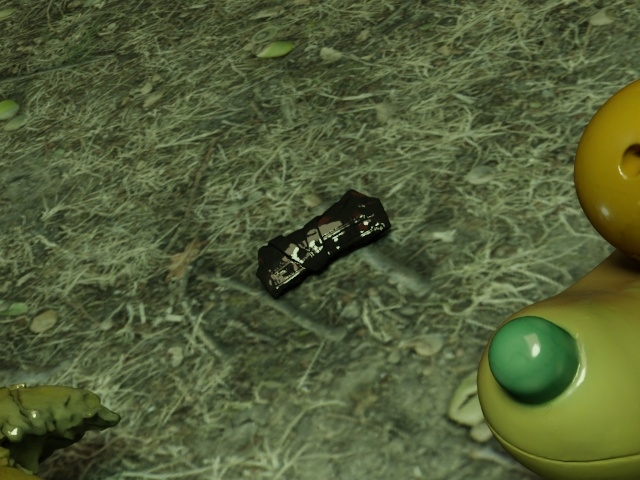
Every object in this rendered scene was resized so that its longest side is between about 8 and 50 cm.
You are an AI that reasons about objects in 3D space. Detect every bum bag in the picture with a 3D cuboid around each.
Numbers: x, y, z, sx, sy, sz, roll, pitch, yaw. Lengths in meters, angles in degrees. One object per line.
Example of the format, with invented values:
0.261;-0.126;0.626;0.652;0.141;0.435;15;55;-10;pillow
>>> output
-0.001;-0.001;0.843;0.124;0.034;0.058;-31;51;-9;bum bag

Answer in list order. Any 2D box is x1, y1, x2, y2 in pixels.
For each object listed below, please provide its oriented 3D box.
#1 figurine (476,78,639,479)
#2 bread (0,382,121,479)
0.205;0.006;0.572;0.124;0.222;0.324;18;53;44;figurine
-0.208;0.220;0.555;0.314;0.191;0.370;-11;37;16;bread
